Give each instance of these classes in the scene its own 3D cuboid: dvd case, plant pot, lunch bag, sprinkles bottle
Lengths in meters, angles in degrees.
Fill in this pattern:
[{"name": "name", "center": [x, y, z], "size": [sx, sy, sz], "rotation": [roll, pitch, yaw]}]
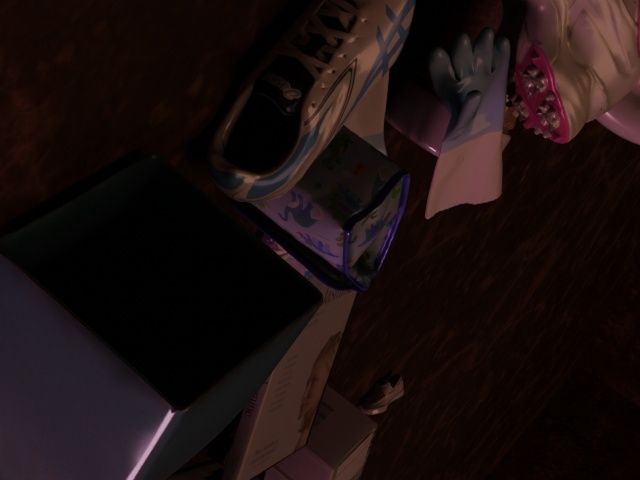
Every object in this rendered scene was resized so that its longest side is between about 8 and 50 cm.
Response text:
[{"name": "dvd case", "center": [-0.023, 0.131, 1.622], "size": [0.180, 0.022, 0.253], "rotation": [-19, 130, -63]}, {"name": "plant pot", "center": [-0.143, 0.098, 1.074], "size": [0.165, 0.166, 0.234], "rotation": [-36, 161, -47]}, {"name": "lunch bag", "center": [-0.003, -0.030, 1.261], "size": [0.096, 0.129, 0.151], "rotation": [-44, 162, -20]}, {"name": "sprinkles bottle", "center": [0.197, -0.239, 1.430], "size": [0.355, 0.121, 0.121], "rotation": [-59, 163, 11]}]

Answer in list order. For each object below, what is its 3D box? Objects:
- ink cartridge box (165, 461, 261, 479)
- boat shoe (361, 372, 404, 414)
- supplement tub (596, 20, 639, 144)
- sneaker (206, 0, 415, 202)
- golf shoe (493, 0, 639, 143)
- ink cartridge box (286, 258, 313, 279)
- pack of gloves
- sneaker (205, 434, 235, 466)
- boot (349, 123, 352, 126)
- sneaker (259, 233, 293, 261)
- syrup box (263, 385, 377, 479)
[{"name": "ink cartridge box", "center": [-0.138, 0.314, 1.638], "size": [0.127, 0.072, 0.175], "rotation": [-59, 163, 10]}, {"name": "boat shoe", "center": [0.088, 0.215, 2.152], "size": [0.100, 0.035, 0.035], "rotation": [-27, 120, -51]}, {"name": "supplement tub", "center": [0.376, -0.243, 1.617], "size": [0.241, 0.241, 0.331], "rotation": [-61, 180, 19]}, {"name": "sneaker", "center": [-0.003, -0.131, 1.148], "size": [0.237, 0.085, 0.086], "rotation": [-57, 168, 1]}, {"name": "golf shoe", "center": [0.208, -0.238, 1.314], "size": [0.140, 0.115, 0.306], "rotation": [-27, 125, -14]}, {"name": "ink cartridge box", "center": [0.000, 0.000, 1.500], "size": [0.083, 0.028, 0.048], "rotation": [-43, 159, -35]}, {"name": "pack of gloves", "center": [0.084, -0.078, 1.337], "size": [0.195, 0.046, 0.232], "rotation": [-20, 141, -12]}, {"name": "sneaker", "center": [-0.102, 0.221, 1.639], "size": [0.031, 0.035, 0.083], "rotation": [-64, 178, 6]}, {"name": "boot", "center": [0.029, -0.100, 1.373], "size": [0.087, 0.042, 0.118], "rotation": [-59, 163, 4]}, {"name": "sneaker", "center": [-0.016, -0.017, 1.406], "size": [0.098, 0.038, 0.069], "rotation": [-27, 148, -58]}, {"name": "syrup box", "center": [-0.009, 0.296, 1.916], "size": [0.093, 0.096, 0.237], "rotation": [-41, 158, -35]}]
